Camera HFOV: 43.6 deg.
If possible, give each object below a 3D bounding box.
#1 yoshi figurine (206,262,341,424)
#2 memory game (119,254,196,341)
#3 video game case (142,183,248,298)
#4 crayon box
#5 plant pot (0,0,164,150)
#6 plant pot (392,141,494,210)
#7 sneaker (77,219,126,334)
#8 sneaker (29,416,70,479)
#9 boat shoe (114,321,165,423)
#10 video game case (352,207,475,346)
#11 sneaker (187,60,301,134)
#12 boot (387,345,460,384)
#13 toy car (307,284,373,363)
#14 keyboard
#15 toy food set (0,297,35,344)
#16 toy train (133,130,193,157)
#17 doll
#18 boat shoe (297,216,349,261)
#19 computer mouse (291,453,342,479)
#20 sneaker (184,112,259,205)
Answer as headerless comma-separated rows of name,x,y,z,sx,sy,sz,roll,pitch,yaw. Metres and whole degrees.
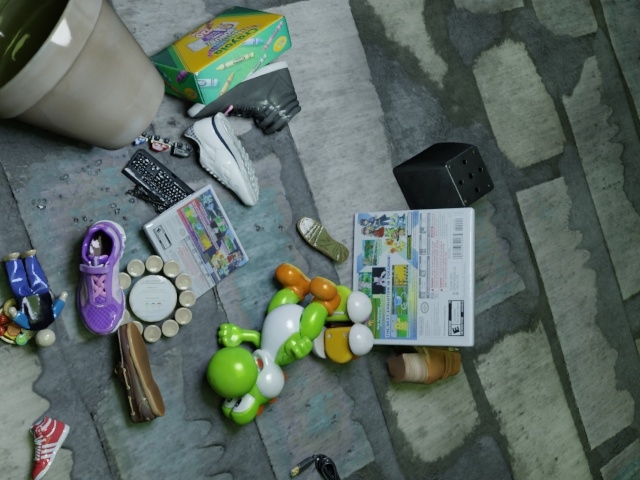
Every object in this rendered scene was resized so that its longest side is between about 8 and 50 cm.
yoshi figurine,-0.119,0.220,1.742,0.203,0.203,0.362,33,75,-5
memory game,-0.353,0.122,1.677,0.186,0.012,0.186,-2,94,-21
video game case,-0.269,0.007,1.747,0.183,0.023,0.201,-37,113,-30
crayon box,-0.219,-0.412,1.760,0.278,0.165,0.081,-42,136,-30
plant pot,-0.465,-0.326,1.542,0.280,0.323,0.323,36,65,-42
plant pot,0.337,-0.156,2.094,0.187,0.167,0.188,-32,100,-32
sneaker,-0.439,0.069,1.587,0.095,0.104,0.236,1,81,-9
sneaker,-0.537,0.396,1.530,0.067,0.042,0.118,39,57,-27
boat shoe,-0.383,0.272,1.629,0.073,0.073,0.206,-17,88,8
video game case,0.222,0.089,1.930,0.036,0.300,0.328,21,70,-66
sneaker,-0.157,-0.302,1.828,0.296,0.105,0.146,-31,95,-36
boot,0.264,0.223,2.038,0.220,0.109,0.283,3,71,-40
toy car,0.063,0.197,1.886,0.136,0.159,0.181,5,80,-54
keyboard,-0.337,-0.108,1.729,0.192,0.038,0.100,40,65,-21
toy food set,-0.584,0.158,1.544,0.083,0.020,0.083,36,66,-24
toy train,-0.354,-0.210,1.739,0.158,0.027,0.036,15,86,-31
doll,-0.548,0.114,1.540,0.129,0.046,0.188,-11,82,-50
boat shoe,0.002,-0.001,1.935,0.153,0.048,0.056,35,78,-17
computer mouse,-0.034,0.609,1.816,0.262,0.060,0.184,-29,100,-33
sneaker,-0.213,-0.172,1.797,0.095,0.090,0.235,-22,117,9
